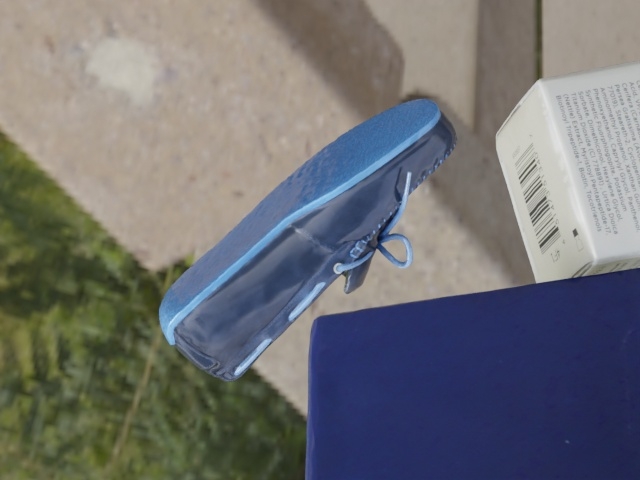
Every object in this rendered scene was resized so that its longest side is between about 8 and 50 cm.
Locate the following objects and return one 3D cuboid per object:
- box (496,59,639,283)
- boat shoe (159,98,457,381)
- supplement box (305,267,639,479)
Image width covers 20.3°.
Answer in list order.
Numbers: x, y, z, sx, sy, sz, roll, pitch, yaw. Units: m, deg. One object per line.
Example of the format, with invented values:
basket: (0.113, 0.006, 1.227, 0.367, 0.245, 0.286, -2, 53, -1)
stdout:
box: (0.247, -0.050, 1.001, 0.275, 0.113, 0.094, -10, 165, -14)
boat shoe: (0.000, 0.000, 1.312, 0.258, 0.109, 0.089, -38, 111, 10)
supplement box: (0.122, 0.216, 0.940, 0.195, 0.194, 0.356, -9, 129, 8)
